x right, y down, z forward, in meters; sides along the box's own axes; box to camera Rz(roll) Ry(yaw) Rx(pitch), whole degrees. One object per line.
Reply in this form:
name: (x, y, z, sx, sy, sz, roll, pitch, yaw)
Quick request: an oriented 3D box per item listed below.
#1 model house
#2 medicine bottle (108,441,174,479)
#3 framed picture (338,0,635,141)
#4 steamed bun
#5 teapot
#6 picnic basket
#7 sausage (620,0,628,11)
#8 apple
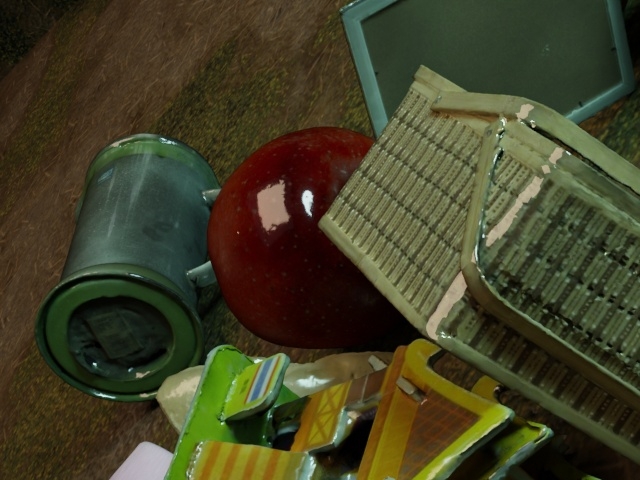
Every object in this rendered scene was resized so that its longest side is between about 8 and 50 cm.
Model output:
model house: (0.038, 0.229, 1.152, 0.313, 0.242, 0.358, -27, 30, 44)
medicine bottle: (-0.167, 0.358, 1.363, 0.325, 0.256, 0.256, -53, 22, -14)
framed picture: (0.147, -0.159, 1.367, 0.274, 0.217, 0.017, -29, 32, -22)
steamed bun: (-0.009, 0.167, 1.434, 0.212, 0.231, 0.110, -19, 67, 34)
teapot: (-0.201, 0.008, 2.013, 0.270, 0.200, 0.337, -18, 34, 16)
picnic basket: (0.166, 0.007, 1.218, 0.175, 0.228, 0.313, -56, 22, 6)
sausage: (0.202, -0.233, 1.591, 0.134, 0.116, 0.354, -30, 18, -8)
apple: (0.000, 0.000, 1.564, 0.201, 0.218, 0.218, -52, 16, 56)
